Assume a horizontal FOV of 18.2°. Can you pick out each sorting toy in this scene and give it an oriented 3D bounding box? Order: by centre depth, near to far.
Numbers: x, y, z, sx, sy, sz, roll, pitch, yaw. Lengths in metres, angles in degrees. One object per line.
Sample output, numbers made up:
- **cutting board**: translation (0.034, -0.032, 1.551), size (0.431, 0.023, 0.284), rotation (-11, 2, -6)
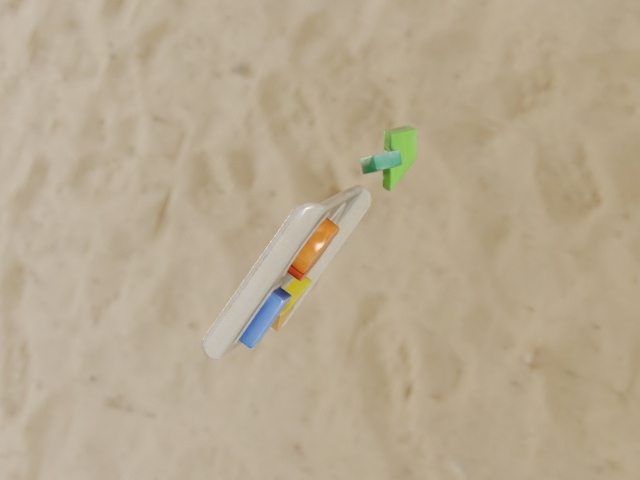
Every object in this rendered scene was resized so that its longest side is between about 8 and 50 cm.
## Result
- **sorting toy**: translation (0.000, 0.000, 0.597), size (0.012, 0.062, 0.083), rotation (39, 105, 11)
